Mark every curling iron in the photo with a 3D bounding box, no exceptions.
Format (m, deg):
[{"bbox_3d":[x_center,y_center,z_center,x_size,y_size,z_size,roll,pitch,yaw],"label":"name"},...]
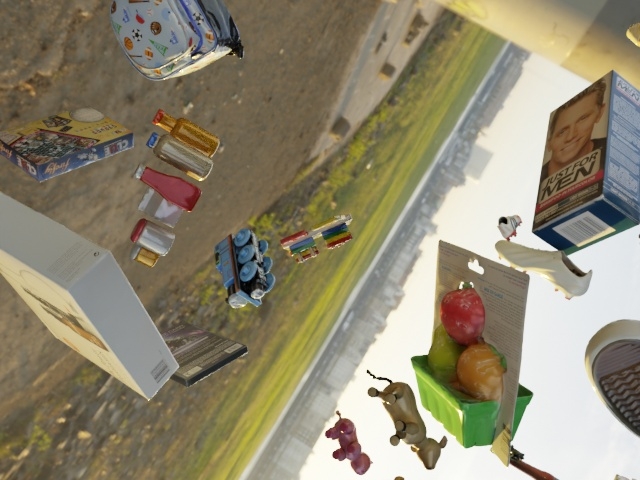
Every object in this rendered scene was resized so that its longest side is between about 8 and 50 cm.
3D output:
[{"bbox_3d":[0.461,0.485,1.222,0.035,0.274,0.068,-54,167,-15],"label":"curling iron"}]

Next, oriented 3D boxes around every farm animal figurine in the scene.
[{"bbox_3d":[0.147,0.443,1.066,0.330,0.327,0.172,-62,150,2],"label":"farm animal figurine"}]

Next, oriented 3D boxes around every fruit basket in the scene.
[{"bbox_3d":[0.303,0.198,1.183,0.327,0.166,0.353,-148,-116,-71],"label":"fruit basket"}]

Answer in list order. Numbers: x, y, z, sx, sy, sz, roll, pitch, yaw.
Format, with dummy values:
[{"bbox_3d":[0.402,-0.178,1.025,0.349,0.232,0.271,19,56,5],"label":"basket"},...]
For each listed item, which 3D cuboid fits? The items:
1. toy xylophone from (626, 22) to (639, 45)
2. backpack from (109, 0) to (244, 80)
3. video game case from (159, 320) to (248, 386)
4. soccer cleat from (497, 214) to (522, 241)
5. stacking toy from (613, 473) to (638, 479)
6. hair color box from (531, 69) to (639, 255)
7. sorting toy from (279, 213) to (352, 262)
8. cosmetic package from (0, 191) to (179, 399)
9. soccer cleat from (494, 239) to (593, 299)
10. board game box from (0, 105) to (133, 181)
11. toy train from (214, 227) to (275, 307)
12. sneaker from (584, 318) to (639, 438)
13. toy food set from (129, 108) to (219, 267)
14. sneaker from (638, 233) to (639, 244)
[{"bbox_3d":[0.514,-0.313,0.807,0.236,0.081,0.322,-54,-152,41],"label":"toy xylophone"},{"bbox_3d":[-0.355,-0.499,1.419,0.263,0.276,0.213,-19,-171,40],"label":"backpack"},{"bbox_3d":[-0.354,0.291,1.605,0.196,0.274,0.026,-25,116,-43],"label":"video game case"},{"bbox_3d":[0.304,-0.029,0.989,0.029,0.035,0.083,-40,-176,35],"label":"soccer cleat"},{"bbox_3d":[0.620,0.434,1.113,0.221,0.052,0.166,-75,178,-76],"label":"stacking toy"},{"bbox_3d":[0.539,-0.157,1.224,0.174,0.105,0.347,-38,-155,54],"label":"hair color box"},{"bbox_3d":[0.000,0.000,1.121,0.132,0.046,0.274,-23,177,-1],"label":"sorting toy"},{"bbox_3d":[-0.441,0.111,1.114,0.097,0.284,0.377,-49,149,-28],"label":"cosmetic package"},{"bbox_3d":[0.441,0.040,1.209,0.068,0.196,0.076,-26,141,-47],"label":"soccer cleat"},{"bbox_3d":[-0.568,-0.222,1.363,0.243,0.165,0.042,-34,146,-44],"label":"board game box"},{"bbox_3d":[-0.155,0.057,1.231,0.105,0.080,0.184,-37,-138,20],"label":"toy train"},{"bbox_3d":[0.363,0.138,0.599,0.106,0.290,0.123,-53,-162,29],"label":"sneaker"},{"bbox_3d":[-0.247,-0.077,0.924,0.232,0.105,0.111,-61,-158,1],"label":"toy food set"},{"bbox_3d":[0.646,-0.018,0.996,0.234,0.106,0.078,-25,-109,61],"label":"sneaker"}]
